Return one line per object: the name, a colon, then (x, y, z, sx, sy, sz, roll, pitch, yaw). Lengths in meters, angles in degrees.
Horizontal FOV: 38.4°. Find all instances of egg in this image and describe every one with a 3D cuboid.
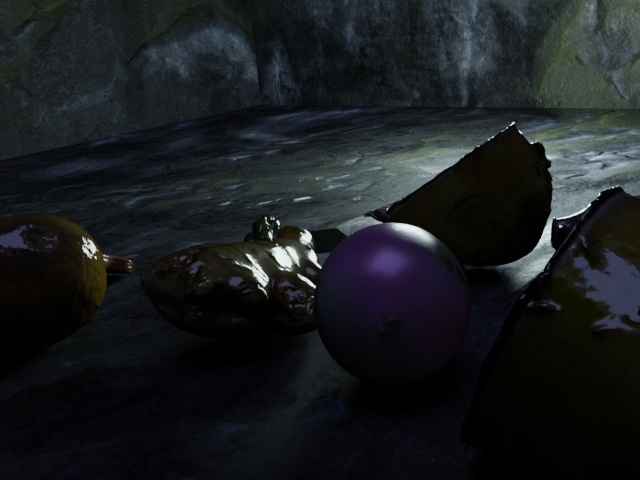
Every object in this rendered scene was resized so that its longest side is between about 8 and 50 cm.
egg: (0.084, 0.072, 1.130, 0.196, 0.197, 0.271, -7, 15, -8)

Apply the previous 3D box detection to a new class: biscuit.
biscuit: (-0.454, 0.019, 1.554, 0.205, 0.049, 0.324, 2, -6, 20)

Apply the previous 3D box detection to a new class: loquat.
loquat: (-0.420, 0.063, 1.315, 0.238, 0.193, 0.238, -1, -18, 0)

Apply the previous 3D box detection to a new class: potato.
potato: (0.258, -0.041, 1.548, 0.246, 0.196, 0.299, -30, -2, -30)
potato: (0.318, 0.147, 0.830, 0.296, 0.290, 0.397, 34, -8, 23)

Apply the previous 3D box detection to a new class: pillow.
pillow: (0.185, -0.060, 1.878, 0.185, 0.043, 0.118, -22, 28, -38)

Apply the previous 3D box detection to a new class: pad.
pad: (0.000, 0.000, 1.787, 0.112, 0.003, 0.157, -8, 16, -14)

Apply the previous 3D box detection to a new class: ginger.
ginger: (-0.078, 0.047, 1.343, 0.236, 0.166, 0.375, -4, 18, 42)

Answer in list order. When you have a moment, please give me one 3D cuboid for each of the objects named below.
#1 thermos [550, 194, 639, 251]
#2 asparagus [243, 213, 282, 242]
thermos: (0.482, -0.013, 1.530, 0.193, 0.105, 0.137, -8, -12, 14)
asparagus: (-0.100, 0.013, 1.639, 0.080, 0.080, 0.287, -5, 23, 2)
